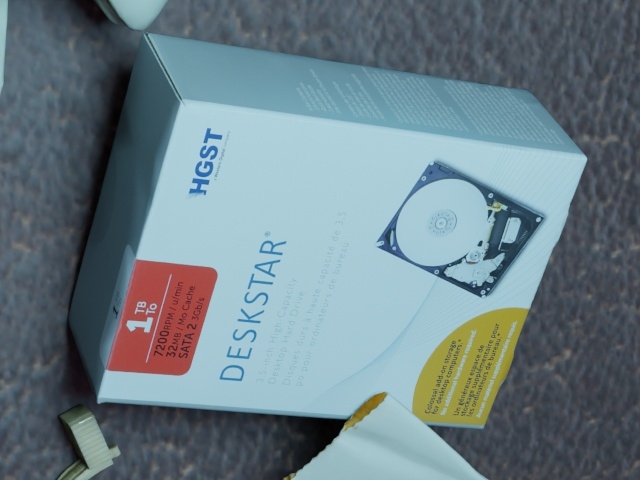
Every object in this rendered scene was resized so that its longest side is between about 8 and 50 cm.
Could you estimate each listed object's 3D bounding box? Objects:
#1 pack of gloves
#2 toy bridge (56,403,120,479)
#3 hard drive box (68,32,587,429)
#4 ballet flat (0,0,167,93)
[{"bbox_3d":[0.041,0.201,1.121,0.195,0.046,0.232,-41,119,16],"label":"pack of gloves"},{"bbox_3d":[-0.193,0.158,1.041,0.188,0.026,0.063,-27,110,-17],"label":"toy bridge"},{"bbox_3d":[0.000,0.000,1.032,0.232,0.089,0.181,6,118,-22],"label":"hard drive box"},{"bbox_3d":[-0.183,-0.147,0.945,0.483,0.164,0.182,-30,130,-10],"label":"ballet flat"}]
